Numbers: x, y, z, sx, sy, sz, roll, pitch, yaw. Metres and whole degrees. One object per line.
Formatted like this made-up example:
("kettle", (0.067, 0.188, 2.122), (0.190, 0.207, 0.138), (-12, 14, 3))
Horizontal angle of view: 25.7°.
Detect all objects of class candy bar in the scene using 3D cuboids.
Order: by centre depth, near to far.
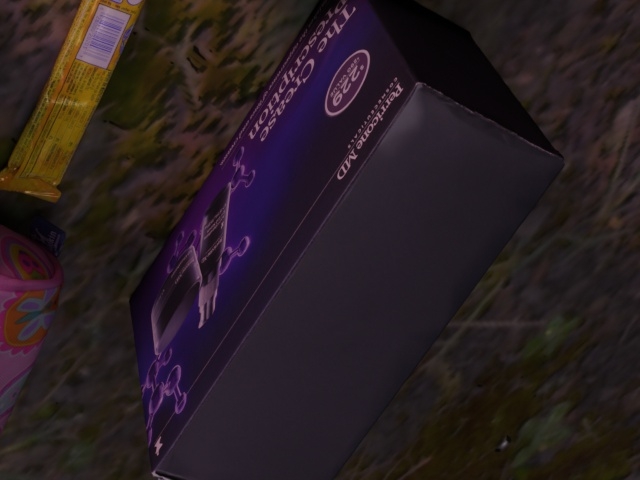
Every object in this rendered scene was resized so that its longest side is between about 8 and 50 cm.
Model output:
("candy bar", (-0.141, -0.090, 0.807), (0.040, 0.018, 0.161), (18, 114, -27))

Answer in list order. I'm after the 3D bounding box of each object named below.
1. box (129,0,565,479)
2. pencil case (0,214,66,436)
("box", (0.000, 0.000, 0.799), (0.103, 0.184, 0.261), (24, 111, -26))
("pencil case", (-0.253, 0.107, 0.819), (0.124, 0.124, 0.284), (20, 104, -24))
